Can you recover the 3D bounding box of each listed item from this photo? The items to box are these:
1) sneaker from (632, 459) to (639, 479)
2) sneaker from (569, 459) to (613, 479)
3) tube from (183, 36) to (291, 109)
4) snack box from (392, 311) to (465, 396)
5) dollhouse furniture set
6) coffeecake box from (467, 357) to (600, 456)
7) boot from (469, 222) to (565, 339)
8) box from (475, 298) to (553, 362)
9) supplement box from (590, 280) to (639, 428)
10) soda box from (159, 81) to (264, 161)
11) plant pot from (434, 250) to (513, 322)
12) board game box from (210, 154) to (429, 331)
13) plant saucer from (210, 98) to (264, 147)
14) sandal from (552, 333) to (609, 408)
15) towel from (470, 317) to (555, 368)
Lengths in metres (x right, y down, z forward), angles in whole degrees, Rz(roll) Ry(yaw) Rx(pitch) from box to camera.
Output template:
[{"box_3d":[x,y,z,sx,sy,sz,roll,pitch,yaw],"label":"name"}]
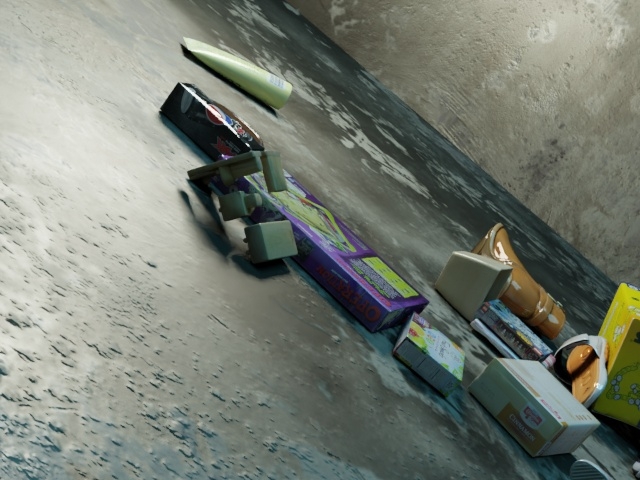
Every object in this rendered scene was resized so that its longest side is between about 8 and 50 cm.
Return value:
[{"box_3d":[0.609,0.373,2.008,0.083,0.098,0.223,43,15,15],"label":"sneaker"},{"box_3d":[0.410,0.363,1.654,0.134,0.051,0.070,45,14,10],"label":"sneaker"},{"box_3d":[-0.173,-0.346,2.366,0.240,0.062,0.070,27,-25,-24],"label":"tube"},{"box_3d":[0.158,0.162,1.667,0.100,0.037,0.141,40,14,-1],"label":"snack box"},{"box_3d":[-0.119,-0.036,1.610,0.144,0.123,0.151,-10,85,-71],"label":"dollhouse furniture set"},{"box_3d":[0.323,0.249,1.745,0.142,0.068,0.185,47,16,27],"label":"coffeecake box"},{"box_3d":[0.408,0.082,2.367,0.220,0.109,0.283,37,17,-2],"label":"boot"},{"box_3d":[0.340,0.161,2.032,0.137,0.027,0.094,45,17,17],"label":"box"},{"box_3d":[0.642,0.229,2.236,0.194,0.195,0.356,21,13,7],"label":"supplement box"},{"box_3d":[-0.172,-0.177,1.837,0.169,0.060,0.053,42,18,13],"label":"soda box"},{"box_3d":[0.271,0.074,2.092,0.096,0.109,0.109,31,11,18],"label":"plant pot"},{"box_3d":[0.000,0.000,1.757,0.347,0.056,0.208,43,11,16],"label":"board game box"},{"box_3d":[-0.158,-0.193,1.985,0.168,0.029,0.168,36,14,-10],"label":"plant saucer"},{"box_3d":[0.474,0.223,2.130,0.076,0.102,0.265,39,17,-2],"label":"sandal"},{"box_3d":[0.344,0.187,2.074,0.144,0.029,0.197,43,17,15],"label":"towel"}]
